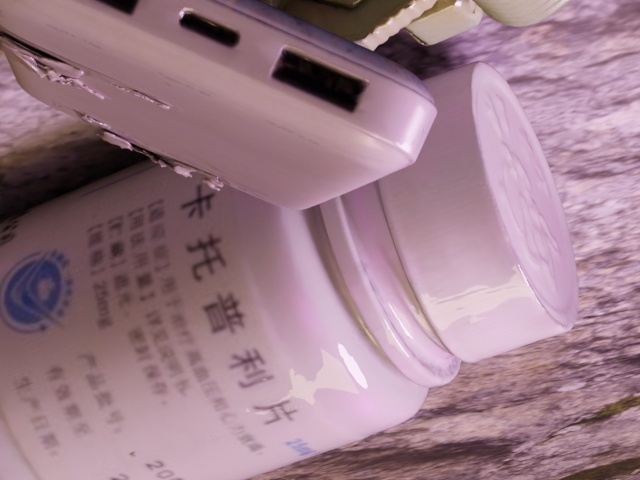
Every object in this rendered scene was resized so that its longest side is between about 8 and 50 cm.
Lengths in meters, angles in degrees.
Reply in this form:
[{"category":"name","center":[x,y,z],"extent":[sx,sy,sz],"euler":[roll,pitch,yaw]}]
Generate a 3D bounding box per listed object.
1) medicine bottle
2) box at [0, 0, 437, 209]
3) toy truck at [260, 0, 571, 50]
[{"category":"medicine bottle","center":[-0.030,0.028,0.905],"extent":[0.293,0.170,0.170],"euler":[-20,161,18]},{"category":"box","center":[-0.048,-0.054,0.649],"extent":[0.142,0.044,0.285],"euler":[25,175,-6]},{"category":"toy truck","center":[0.034,-0.121,0.608],"extent":[0.191,0.116,0.085],"euler":[-22,162,21]}]
